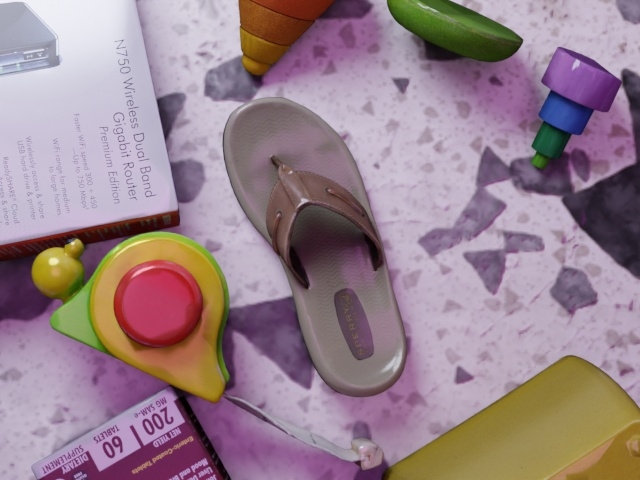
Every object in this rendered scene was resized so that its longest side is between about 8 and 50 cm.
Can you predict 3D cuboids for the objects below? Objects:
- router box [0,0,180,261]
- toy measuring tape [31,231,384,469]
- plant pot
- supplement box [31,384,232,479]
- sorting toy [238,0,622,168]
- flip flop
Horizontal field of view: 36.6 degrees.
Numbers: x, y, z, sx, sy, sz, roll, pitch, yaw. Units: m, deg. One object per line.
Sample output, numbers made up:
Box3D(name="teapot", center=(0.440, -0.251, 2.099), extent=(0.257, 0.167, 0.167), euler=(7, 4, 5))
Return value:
Box3D(name="router box", center=(-0.299, -0.149, 0.818), extent=(0.301, 0.082, 0.335), euler=(-12, 83, -9))
Box3D(name="toy measuring tape", center=(-0.078, 0.077, 0.805), extent=(0.330, 0.121, 0.121), euler=(26, 81, -10))
Box3D(name="plant pot", center=(0.200, 0.229, 0.757), extent=(0.212, 0.187, 0.212), euler=(-31, 86, -8))
Box3D(name="supplement box", center=(-0.118, 0.253, 0.791), extent=(0.130, 0.073, 0.239), euler=(-30, 86, -7))
Box3D(name="sorting toy", center=(0.075, -0.159, 0.861), extent=(0.366, 0.127, 0.126), euler=(22, 111, -3))
Box3D(name="flip flop", center=(0.000, 0.000, 0.826), extent=(0.112, 0.080, 0.277), euler=(-18, 81, -6))
